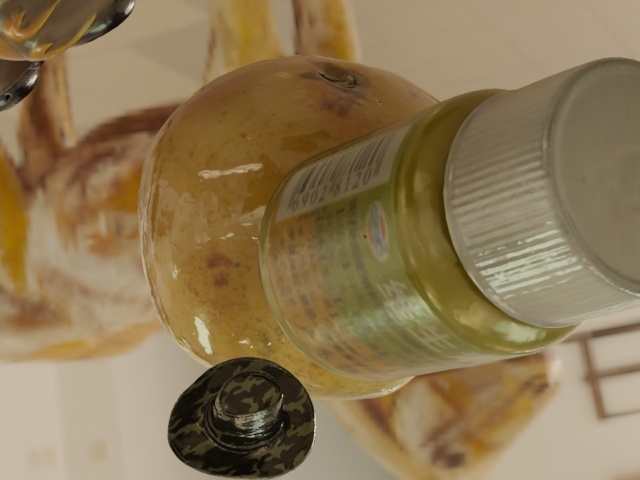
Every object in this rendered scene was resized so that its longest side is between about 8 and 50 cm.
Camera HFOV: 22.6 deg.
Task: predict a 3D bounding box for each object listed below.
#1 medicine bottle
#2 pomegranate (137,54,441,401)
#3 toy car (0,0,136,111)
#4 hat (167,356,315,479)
[{"bbox_3d":[0.132,-0.011,1.328,0.224,0.224,0.384,-1,169,-33],"label":"medicine bottle"},{"bbox_3d":[0.000,0.000,1.744,0.417,0.416,0.416,-8,168,-2],"label":"pomegranate"},{"bbox_3d":[-0.215,-0.236,1.102,0.240,0.271,0.341,0,-144,49],"label":"toy car"},{"bbox_3d":[-0.058,0.130,1.217,0.121,0.121,0.050,-5,141,-15],"label":"hat"}]
